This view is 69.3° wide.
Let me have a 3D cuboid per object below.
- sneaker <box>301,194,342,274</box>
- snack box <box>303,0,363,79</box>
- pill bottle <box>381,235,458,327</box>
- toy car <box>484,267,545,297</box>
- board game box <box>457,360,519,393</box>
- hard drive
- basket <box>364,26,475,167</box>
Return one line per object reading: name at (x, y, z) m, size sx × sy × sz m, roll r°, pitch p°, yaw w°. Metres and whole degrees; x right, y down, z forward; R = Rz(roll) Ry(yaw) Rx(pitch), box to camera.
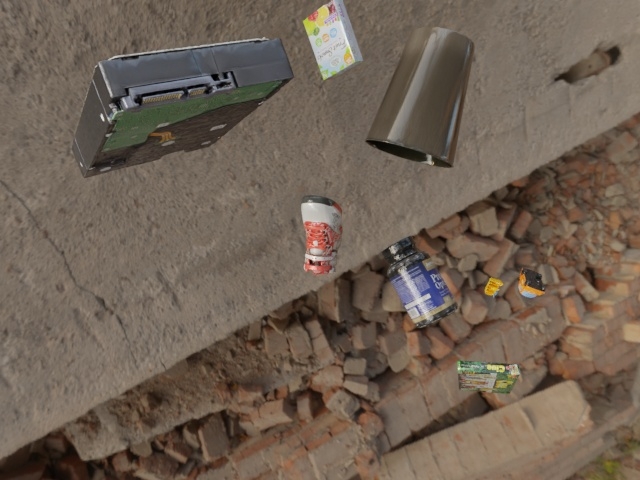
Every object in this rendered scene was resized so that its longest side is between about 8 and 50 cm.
sneaker at (0.001, 0.000, 1.133) m, size 0.090 × 0.270 × 0.144 m, roll 8°, pitch 73°, yaw 11°
snack box at (0.028, -0.449, 1.042) m, size 0.037 × 0.100 × 0.141 m, roll -27°, pitch 99°, yaw -43°
pill bottle at (0.250, 0.105, 1.201) m, size 0.123 × 0.123 × 0.219 m, roll -25°, pitch 79°, yaw -18°
toy car at (0.326, 0.074, 0.796) m, size 0.122 × 0.060 × 0.040 m, roll 8°, pitch 126°, yaw -13°
board game box at (0.416, 0.347, 1.165) m, size 0.259 × 0.136 × 0.030 m, roll 59°, pitch 32°, yaw -58°
hard drive at (-0.220, -0.183, 0.676) m, size 0.237 × 0.339 × 0.064 m, roll -24°, pitch 98°, yaw -31°
basket at (0.206, -0.276, 0.904) m, size 0.204 × 0.154 × 0.226 m, roll 12°, pitch 96°, yaw -37°
